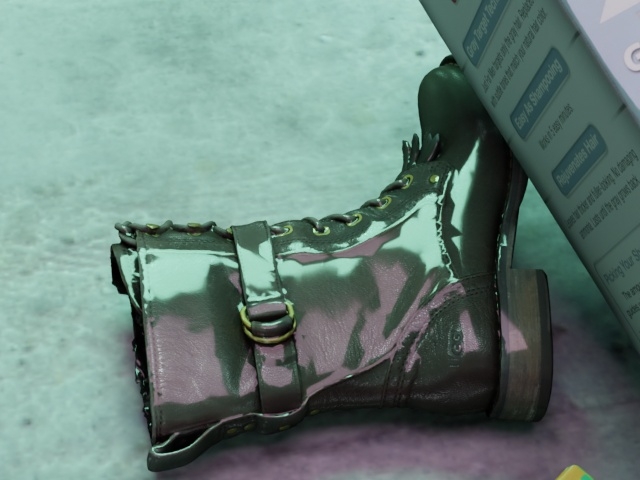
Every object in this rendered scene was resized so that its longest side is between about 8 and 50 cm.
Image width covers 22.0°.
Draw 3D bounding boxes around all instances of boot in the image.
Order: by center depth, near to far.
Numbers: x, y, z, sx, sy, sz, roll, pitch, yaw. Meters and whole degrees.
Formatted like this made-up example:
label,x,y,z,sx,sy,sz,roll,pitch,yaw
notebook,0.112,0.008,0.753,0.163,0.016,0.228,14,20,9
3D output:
label,x,y,z,sx,sy,sz,roll,pitch,yaw
boot,0.000,0.000,0.898,0.229,0.091,0.263,-1,53,-6

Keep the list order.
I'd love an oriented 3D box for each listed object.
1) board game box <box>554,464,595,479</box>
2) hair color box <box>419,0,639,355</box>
label,x,y,z,sx,sy,sz,roll,pitch,yaw
board game box,0.179,0.217,0.693,0.259,0.124,0.039,38,53,16
hair color box,0.183,-0.043,0.794,0.113,0.185,0.374,-30,81,-9
